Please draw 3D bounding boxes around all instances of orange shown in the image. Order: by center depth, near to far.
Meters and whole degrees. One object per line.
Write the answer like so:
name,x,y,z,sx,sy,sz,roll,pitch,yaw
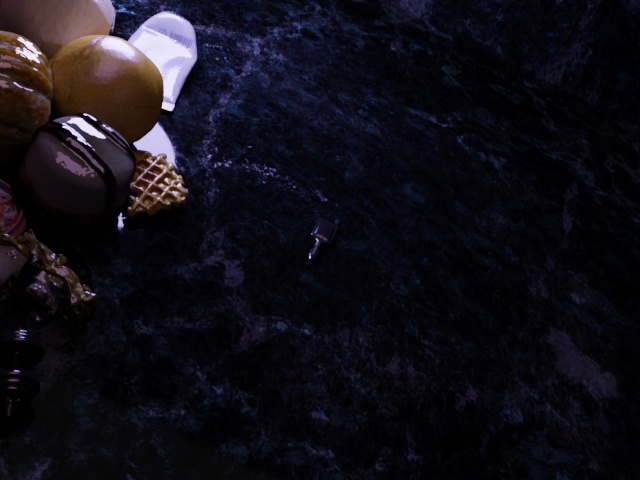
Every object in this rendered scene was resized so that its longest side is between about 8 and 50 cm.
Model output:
orange,-0.789,-0.342,1.729,0.249,0.329,0.329,23,34,-40

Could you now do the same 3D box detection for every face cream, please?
face cream,-0.516,-0.583,2.310,0.234,0.137,0.420,21,48,-8

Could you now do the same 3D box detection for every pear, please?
pear,-0.578,-0.397,1.929,0.314,0.314,0.314,15,41,-13

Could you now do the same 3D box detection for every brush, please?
brush,0.000,0.000,2.021,0.062,0.016,0.193,25,40,0

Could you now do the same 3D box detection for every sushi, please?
sushi,-0.603,0.078,1.527,0.291,0.139,0.131,35,48,7

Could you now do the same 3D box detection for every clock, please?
clock,-0.790,-0.063,1.636,0.244,0.056,0.244,17,42,-15

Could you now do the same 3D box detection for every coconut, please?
coconut,-0.753,-0.627,2.054,0.352,0.353,0.353,15,41,-13

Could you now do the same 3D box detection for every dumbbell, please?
dumbbell,-0.582,0.247,1.382,0.099,0.099,0.209,8,42,-21

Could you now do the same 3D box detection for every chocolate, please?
chocolate,-0.567,-0.182,1.703,0.283,0.186,0.284,15,41,-14

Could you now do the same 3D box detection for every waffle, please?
waffle,-0.485,-0.160,1.906,0.261,0.056,0.250,-10,52,-33
